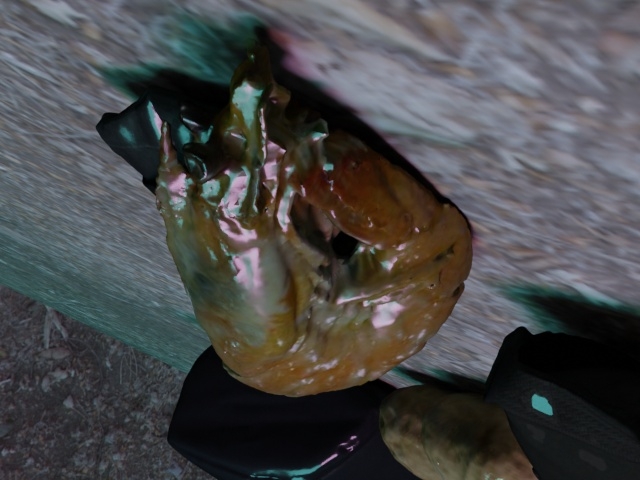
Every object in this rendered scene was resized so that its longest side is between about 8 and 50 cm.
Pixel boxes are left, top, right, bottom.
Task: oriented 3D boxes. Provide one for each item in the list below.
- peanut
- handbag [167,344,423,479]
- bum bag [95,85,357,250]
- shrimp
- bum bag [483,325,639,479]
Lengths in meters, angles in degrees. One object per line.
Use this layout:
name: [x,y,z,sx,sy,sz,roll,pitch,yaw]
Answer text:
peanut: [0.119,0.161,0.859,0.104,0.085,0.228,37,167,-15]
handbag: [0.015,0.249,1.207,0.275,0.177,0.302,15,165,37]
bum bag: [-0.026,-0.006,0.483,0.087,0.049,0.197,8,158,33]
shrimp: [0.000,-0.002,0.414,0.217,0.115,0.051,71,173,-54]
bum bag: [0.169,0.112,0.568,0.142,0.079,0.326,20,164,22]
